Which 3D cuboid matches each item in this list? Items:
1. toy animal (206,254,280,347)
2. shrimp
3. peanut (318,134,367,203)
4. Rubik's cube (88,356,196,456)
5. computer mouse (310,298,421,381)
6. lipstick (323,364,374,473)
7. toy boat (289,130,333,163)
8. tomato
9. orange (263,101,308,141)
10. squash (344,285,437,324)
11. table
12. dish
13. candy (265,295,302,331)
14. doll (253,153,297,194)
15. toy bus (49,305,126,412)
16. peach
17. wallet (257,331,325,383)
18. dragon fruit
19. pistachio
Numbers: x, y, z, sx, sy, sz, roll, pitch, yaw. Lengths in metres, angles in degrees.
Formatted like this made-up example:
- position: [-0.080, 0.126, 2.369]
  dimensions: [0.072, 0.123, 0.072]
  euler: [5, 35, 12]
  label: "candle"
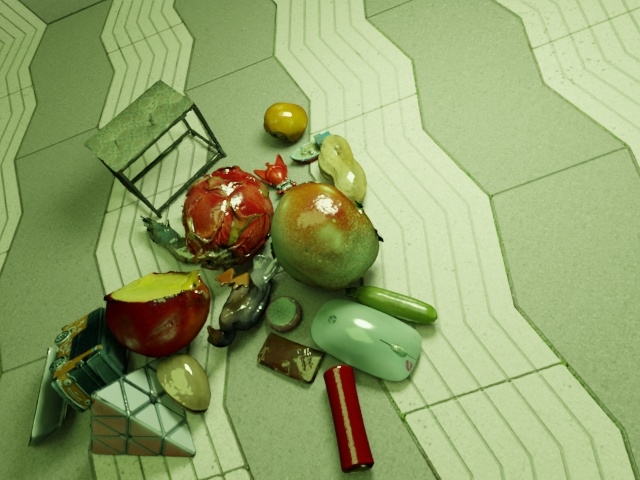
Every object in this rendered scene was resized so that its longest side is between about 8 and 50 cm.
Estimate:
- position: [-0.215, 0.160, 1.406]
  dimensions: [0.122, 0.186, 0.298]
  euler: [8, 36, 24]
  label: "toy animal"
- position: [-0.460, -0.040, 1.671]
  dimensions: [0.289, 0.075, 0.178]
  euler: [30, 64, 31]
  label: "shrimp"
- position: [0.064, -0.219, 1.585]
  dimensions: [0.125, 0.111, 0.275]
  euler: [-27, 54, 6]
  label: "peanut"
- position: [-0.479, 0.452, 1.323]
  dimensions: [0.228, 0.233, 0.229]
  euler: [1, 97, 59]
  label: "Rubik's cube"
- position: [0.108, 0.244, 1.293]
  dimensions: [0.288, 0.097, 0.160]
  euler: [18, 64, 27]
  label: "computer mouse"
- position: [0.064, 0.420, 1.207]
  dimensions: [0.080, 0.080, 0.241]
  euler: [-17, 55, 7]
  label: "lipstick"
- position: [-0.024, -0.310, 1.700]
  dimensions: [0.172, 0.059, 0.069]
  euler: [-27, 55, 1]
  label: "toy boat"
- position: [0.000, 0.000, 1.363]
  dimensions: [0.303, 0.304, 0.239]
  euler: [32, 71, 31]
  label: "tomato"
- position: [-0.119, -0.405, 1.745]
  dimensions: [0.154, 0.154, 0.134]
  euler: [3, 102, 20]
  label: "orange"
- position: [0.186, 0.165, 1.333]
  dimensions: [0.251, 0.066, 0.066]
  euler: [17, 66, 25]
  label: "squash"
- position: [-0.553, -0.309, 1.741]
  dimensions: [0.222, 0.272, 0.335]
  euler: [36, 74, 31]
  label: "table"
- position: [-0.755, 0.443, 1.432]
  dimensions: [0.080, 0.182, 0.243]
  euler: [12, 58, -26]
  label: "dish"
- position: [-0.102, 0.205, 1.416]
  dimensions: [0.103, 0.043, 0.103]
  euler: [-8, 55, 11]
  label: "candy"
- position: [-0.139, -0.208, 1.675]
  dimensions: [0.109, 0.057, 0.169]
  euler: [-34, 54, -7]
  label: "doll"
- position: [-0.632, 0.321, 1.406]
  dimensions: [0.167, 0.139, 0.275]
  euler: [-31, 29, -5]
  label: "toy bus"
- position: [-0.423, 0.206, 1.398]
  dimensions: [0.361, 0.202, 0.257]
  euler: [-5, 14, 34]
  label: "peach"
- position: [-0.082, 0.312, 1.354]
  dimensions: [0.176, 0.026, 0.095]
  euler: [16, 68, 27]
  label: "wallet"
- position: [-0.276, -0.073, 1.512]
  dimensions: [0.277, 0.277, 0.343]
  euler: [-19, 54, 6]
  label: "dragon fruit"
- position: [-0.356, 0.378, 1.348]
  dimensions: [0.185, 0.126, 0.108]
  euler: [42, 117, 20]
  label: "pistachio"
